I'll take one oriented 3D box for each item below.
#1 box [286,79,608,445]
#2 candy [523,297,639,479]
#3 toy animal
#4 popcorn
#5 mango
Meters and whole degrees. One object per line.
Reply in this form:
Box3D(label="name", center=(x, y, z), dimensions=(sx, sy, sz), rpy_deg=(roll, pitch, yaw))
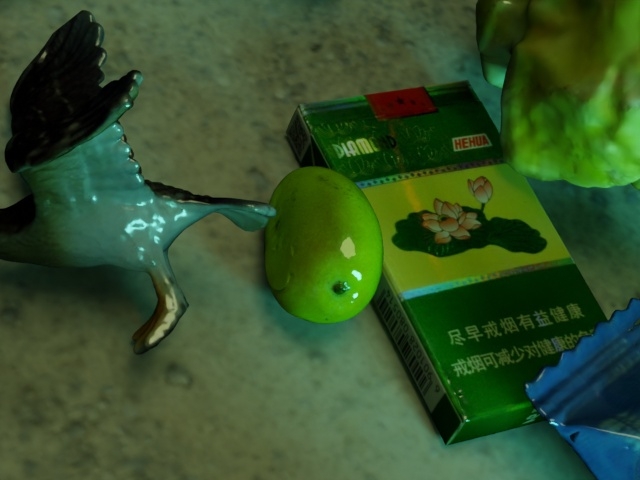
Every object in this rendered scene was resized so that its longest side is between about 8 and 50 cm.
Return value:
Box3D(label="box", center=(0.084, 0.006, 1.110), dimensions=(0.132, 0.034, 0.235), rpy_deg=(-11, 59, -29))
Box3D(label="candy", center=(0.264, 0.168, 1.029), dimensions=(0.187, 0.077, 0.331), rpy_deg=(-27, 75, -42))
Box3D(label="toy animal", center=(-0.134, -0.009, 0.978), dimensions=(0.160, 0.272, 0.197), rpy_deg=(43, 86, -9))
Box3D(label="popcorn", center=(0.217, -0.158, 1.142), dimensions=(0.225, 0.276, 0.276), rpy_deg=(-8, 57, -35))
Box3D(label="mango", center=(0.000, 0.000, 1.059), dimensions=(0.056, 0.073, 0.108), rpy_deg=(25, 28, -41))
